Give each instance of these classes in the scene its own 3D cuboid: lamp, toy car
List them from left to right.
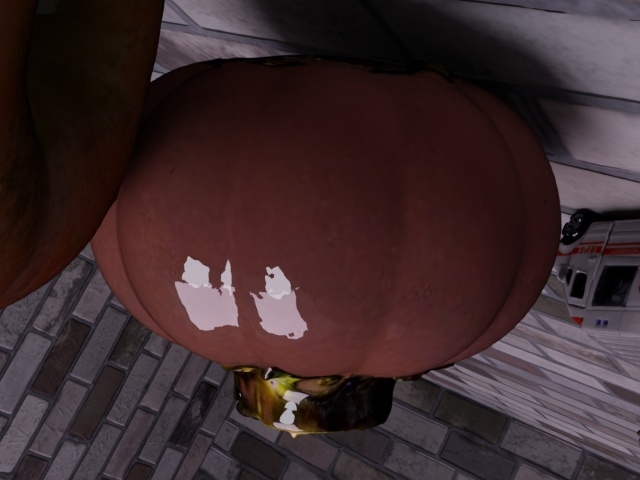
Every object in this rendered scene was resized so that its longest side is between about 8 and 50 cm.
[{"bbox_3d":[0.000,0.000,0.616,0.305,0.240,0.305,5,-174,-1],"label":"lamp"},{"bbox_3d":[0.238,0.040,0.685,0.089,0.108,0.209,30,171,-16],"label":"toy car"}]

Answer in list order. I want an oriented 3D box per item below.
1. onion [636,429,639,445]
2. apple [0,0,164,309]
[{"bbox_3d":[0.338,0.136,0.831,0.150,0.140,0.150,43,178,2],"label":"onion"},{"bbox_3d":[-0.239,-0.123,0.419,0.305,0.339,0.338,15,169,5],"label":"apple"}]
